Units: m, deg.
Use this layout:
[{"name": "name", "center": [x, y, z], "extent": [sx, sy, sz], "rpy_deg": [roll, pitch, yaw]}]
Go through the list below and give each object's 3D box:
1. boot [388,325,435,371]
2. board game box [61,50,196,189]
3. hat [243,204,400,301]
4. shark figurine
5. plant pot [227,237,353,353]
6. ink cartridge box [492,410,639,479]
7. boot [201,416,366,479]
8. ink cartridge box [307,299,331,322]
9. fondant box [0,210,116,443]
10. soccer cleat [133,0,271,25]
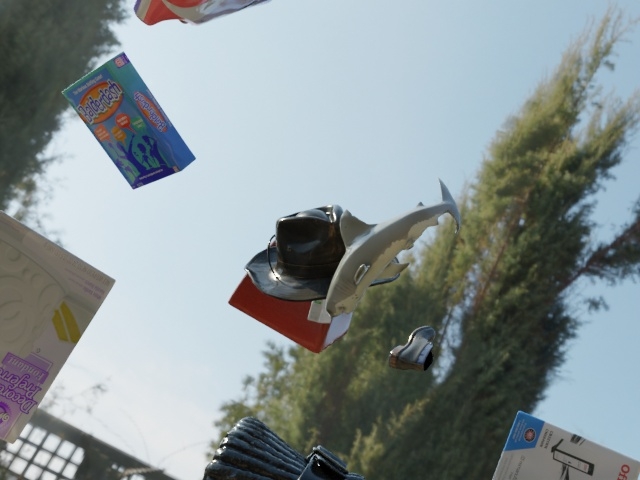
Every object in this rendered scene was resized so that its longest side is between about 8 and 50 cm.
[{"name": "boot", "center": [0.299, 0.318, 1.979], "extent": [0.106, 0.219, 0.082], "rpy_deg": [10, -62, 38]}, {"name": "board game box", "center": [-0.330, -0.198, 1.181], "extent": [0.160, 0.047, 0.210], "rpy_deg": [-13, -63, 44]}, {"name": "hat", "center": [0.000, 0.000, 1.356], "extent": [0.331, 0.331, 0.134], "rpy_deg": [7, -70, 29]}, {"name": "shark figurine", "center": [0.093, -0.016, 1.013], "extent": [0.116, 0.278, 0.166], "rpy_deg": [47, -8, 21]}, {"name": "plant pot", "center": [-0.034, 0.101, 1.776], "extent": [0.267, 0.236, 0.267], "rpy_deg": [27, 12, 15]}, {"name": "ink cartridge box", "center": [0.403, 0.392, 1.133], "extent": [0.203, 0.148, 0.086], "rpy_deg": [18, -13, 27]}, {"name": "boot", "center": [0.004, 0.313, 0.802], "extent": [0.260, 0.131, 0.348], "rpy_deg": [18, -21, 9]}, {"name": "ink cartridge box", "center": [0.010, 0.124, 1.515], "extent": [0.029, 0.115, 0.063], "rpy_deg": [12, -2, 27]}, {"name": "fondant box", "center": [-0.554, 0.150, 1.206], "extent": [0.238, 0.330, 0.096], "rpy_deg": [36, -19, -22]}, {"name": "soccer cleat", "center": [-0.159, -0.366, 0.994], "extent": [0.108, 0.318, 0.116], "rpy_deg": [45, -66, 0]}]
